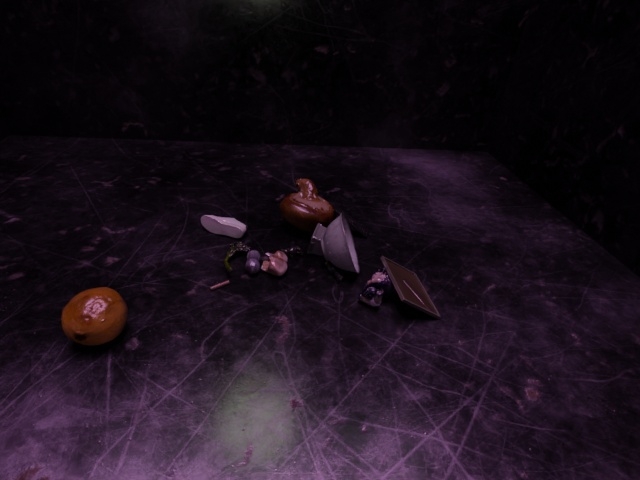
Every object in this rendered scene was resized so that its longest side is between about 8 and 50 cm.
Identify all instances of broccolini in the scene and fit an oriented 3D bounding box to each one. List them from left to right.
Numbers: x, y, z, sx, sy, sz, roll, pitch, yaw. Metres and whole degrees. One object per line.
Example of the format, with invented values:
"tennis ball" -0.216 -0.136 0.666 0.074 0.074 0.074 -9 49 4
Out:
"broccolini" -0.413 0.084 2.088 0.123 0.062 0.271 -11 27 3

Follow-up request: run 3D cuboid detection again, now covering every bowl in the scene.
"bowl" 0.085 0.031 2.081 0.146 0.313 0.313 -16 31 11

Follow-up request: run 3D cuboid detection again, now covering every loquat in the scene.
"loquat" -0.854 0.287 1.588 0.239 0.192 0.238 -3 28 1

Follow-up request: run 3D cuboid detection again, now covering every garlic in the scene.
"garlic" -0.218 0.105 2.057 0.124 0.099 0.174 21 32 -3

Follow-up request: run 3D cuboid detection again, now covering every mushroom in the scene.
"mushroom" -0.075 -0.201 2.391 0.346 0.259 0.345 13 21 -5

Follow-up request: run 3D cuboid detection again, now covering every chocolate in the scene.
"chocolate" -0.332 0.106 2.058 0.072 0.072 0.167 2 30 -5

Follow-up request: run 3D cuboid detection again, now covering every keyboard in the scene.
"keyboard" 0.177 -0.109 2.394 0.251 0.017 0.087 39 29 -8

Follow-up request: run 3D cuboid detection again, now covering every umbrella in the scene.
"umbrella" 0.067 0.154 2.067 0.037 0.040 0.144 13 26 -43

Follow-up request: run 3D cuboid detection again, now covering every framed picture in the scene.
"framed picture" 0.412 0.213 1.934 0.241 0.020 0.324 27 25 -27

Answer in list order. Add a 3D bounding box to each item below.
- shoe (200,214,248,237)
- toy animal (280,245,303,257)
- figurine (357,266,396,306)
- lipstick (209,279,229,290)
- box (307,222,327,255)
"shoe" -0.530 -0.087 2.322 0.265 0.094 0.110 20 29 13
"toy animal" -0.163 0.059 2.179 0.136 0.047 0.065 -13 32 -24
"figurine" 0.285 0.216 1.928 0.146 0.145 0.222 22 42 25
"lipstick" -0.466 0.207 1.927 0.094 0.018 0.019 -21 41 -35
"box" 0.000 0.000 2.234 0.093 0.123 0.172 18 35 2
